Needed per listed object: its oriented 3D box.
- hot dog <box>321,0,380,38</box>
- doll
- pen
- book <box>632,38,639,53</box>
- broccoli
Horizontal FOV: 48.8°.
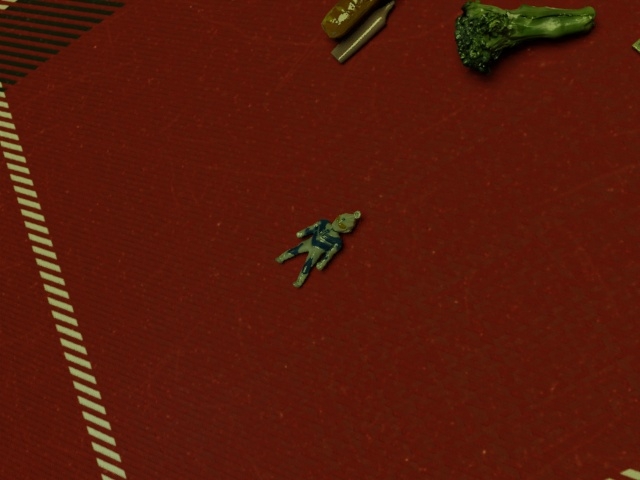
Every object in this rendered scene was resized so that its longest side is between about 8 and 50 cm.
[{"bbox_3d":[0.108,-0.597,1.723,0.269,0.115,0.072,-45,99,3],"label":"hot dog"},{"bbox_3d":[0.000,0.000,1.633,0.227,0.057,0.114,-40,62,9],"label":"doll"},{"bbox_3d":[0.109,-0.518,1.737,0.197,0.032,0.053,-42,65,9],"label":"pen"},{"bbox_3d":[0.726,-0.422,1.482,0.111,0.014,0.077,-40,68,8],"label":"book"},{"bbox_3d":[0.450,-0.461,1.549,0.304,0.145,0.165,-9,35,9],"label":"broccoli"}]
